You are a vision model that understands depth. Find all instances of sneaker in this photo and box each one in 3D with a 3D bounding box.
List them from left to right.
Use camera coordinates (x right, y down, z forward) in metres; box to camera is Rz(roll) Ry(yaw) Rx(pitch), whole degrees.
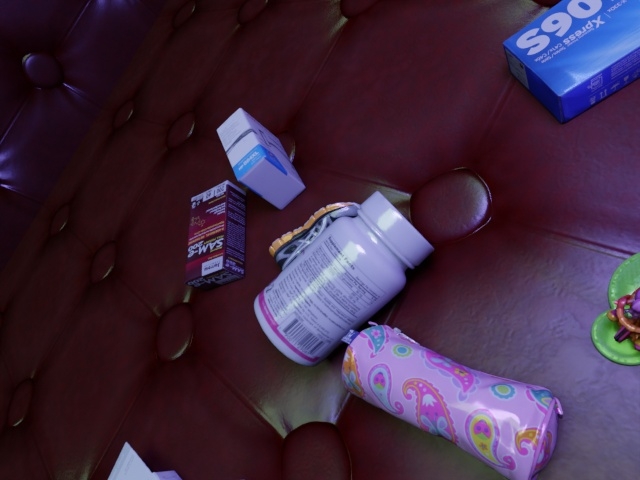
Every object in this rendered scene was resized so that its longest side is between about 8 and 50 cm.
[{"bbox_3d":[0.000,0.000,0.808,0.215,0.084,0.083,-35,66,22],"label":"sneaker"}]

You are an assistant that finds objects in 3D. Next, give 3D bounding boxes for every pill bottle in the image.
[{"bbox_3d":[0.039,0.062,0.688,0.283,0.160,0.160,-44,50,10],"label":"pill bottle"}]

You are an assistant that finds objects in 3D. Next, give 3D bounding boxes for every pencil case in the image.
[{"bbox_3d":[0.162,0.206,0.559,0.284,0.124,0.124,16,78,41],"label":"pencil case"}]

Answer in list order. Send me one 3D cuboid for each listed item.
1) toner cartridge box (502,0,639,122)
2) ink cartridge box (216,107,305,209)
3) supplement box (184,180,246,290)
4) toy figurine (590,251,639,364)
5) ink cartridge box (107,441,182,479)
[{"bbox_3d":[0.486,-0.350,0.623,0.348,0.075,0.165,-33,54,18],"label":"toner cartridge box"},{"bbox_3d":[-0.139,-0.190,0.946,0.086,0.148,0.203,-40,51,15],"label":"ink cartridge box"},{"bbox_3d":[-0.252,-0.012,0.992,0.130,0.073,0.239,-21,59,26],"label":"supplement box"},{"bbox_3d":[0.375,0.056,0.450,0.173,0.159,0.130,-45,50,10],"label":"toy figurine"},{"bbox_3d":[-0.362,0.582,0.792,0.239,0.060,0.275,17,79,41],"label":"ink cartridge box"}]
